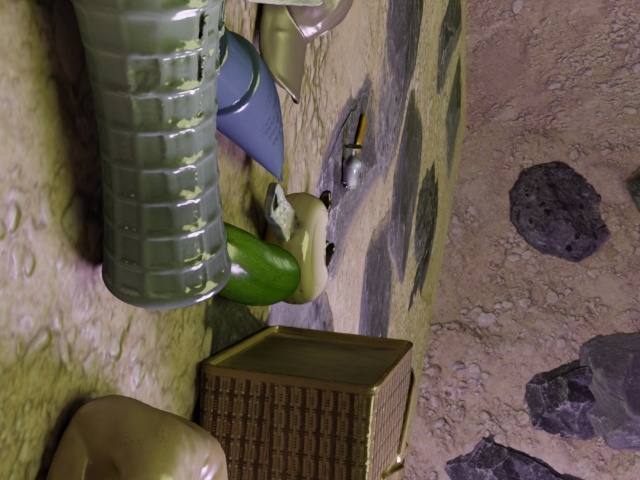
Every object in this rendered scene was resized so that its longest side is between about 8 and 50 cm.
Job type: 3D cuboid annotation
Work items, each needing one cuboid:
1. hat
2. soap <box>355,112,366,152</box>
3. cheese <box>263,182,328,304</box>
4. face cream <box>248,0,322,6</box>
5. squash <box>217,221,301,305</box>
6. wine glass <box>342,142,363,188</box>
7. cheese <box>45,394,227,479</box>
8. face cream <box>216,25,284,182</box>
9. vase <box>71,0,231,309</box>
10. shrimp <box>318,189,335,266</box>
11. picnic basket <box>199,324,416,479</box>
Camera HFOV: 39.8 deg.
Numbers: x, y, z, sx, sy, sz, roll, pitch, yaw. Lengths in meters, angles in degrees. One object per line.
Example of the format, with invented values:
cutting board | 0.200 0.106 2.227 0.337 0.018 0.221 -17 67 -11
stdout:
hat | -0.004 -0.277 1.144 0.166 0.144 0.173 35 37 -73
soap | 0.081 -0.213 1.758 0.034 0.012 0.089 73 27 -60
cheese | -0.043 0.011 1.224 0.249 0.070 0.163 7 89 -77
face cream | -0.040 -0.393 1.038 0.114 0.070 0.224 -8 109 -36
squash | -0.085 0.034 1.032 0.292 0.082 0.082 31 67 -74
wine glass | 0.060 -0.138 1.650 0.039 0.042 0.083 -15 116 -44
cheese | -0.157 0.238 0.763 0.235 0.117 0.218 -70 160 -55
face cream | -0.085 -0.153 0.946 0.385 0.086 0.136 26 55 -81
vase | -0.126 -0.096 0.694 0.143 0.143 0.299 -62 158 -57
shrimp | 0.003 0.001 1.480 0.148 0.035 0.195 -36 138 -69
picnic basket | -0.006 0.227 1.144 0.313 0.228 0.175 -16 110 -75
